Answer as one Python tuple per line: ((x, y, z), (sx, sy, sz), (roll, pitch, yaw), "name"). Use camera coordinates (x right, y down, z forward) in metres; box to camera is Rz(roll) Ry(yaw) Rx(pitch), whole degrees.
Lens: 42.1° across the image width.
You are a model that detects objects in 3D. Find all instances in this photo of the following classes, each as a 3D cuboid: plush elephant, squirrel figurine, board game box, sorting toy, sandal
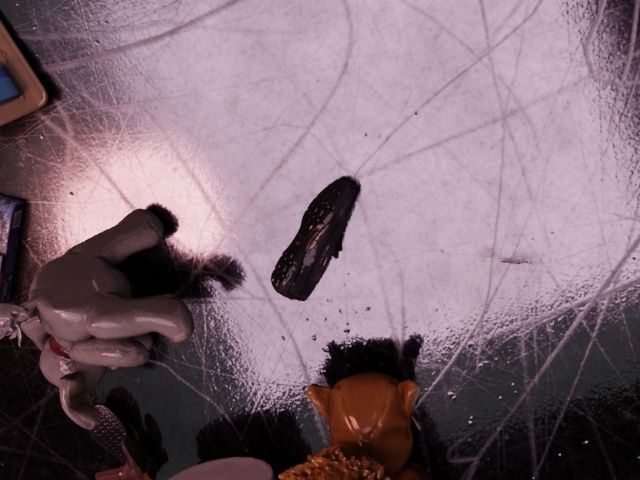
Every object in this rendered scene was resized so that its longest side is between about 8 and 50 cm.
((-0.379, 0.153, 1.388), (0.330, 0.255, 0.272), (-20, 53, -20), "plush elephant")
((0.076, 0.397, 1.287), (0.281, 0.397, 0.370), (-1, 87, 18), "squirrel figurine")
((-0.643, 0.003, 1.479), (0.194, 0.060, 0.194), (13, 102, 5), "board game box")
((-0.628, -0.310, 1.370), (0.229, 0.041, 0.307), (-32, 87, -22), "sorting toy")
((-0.361, 0.364, 1.521), (0.067, 0.040, 0.179), (-28, 110, 18), "sandal")

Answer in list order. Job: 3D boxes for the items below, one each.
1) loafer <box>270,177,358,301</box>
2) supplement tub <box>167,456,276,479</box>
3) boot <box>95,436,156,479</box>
((0.000, 0.000, 1.386), (0.078, 0.076, 0.223), (26, 98, -34), "loafer")
((-0.150, 0.567, 1.419), (0.241, 0.241, 0.331), (-9, 99, 10), "supplement tub")
((-0.369, 0.411, 1.503), (0.114, 0.037, 0.106), (-19, 110, 20), "boot")
